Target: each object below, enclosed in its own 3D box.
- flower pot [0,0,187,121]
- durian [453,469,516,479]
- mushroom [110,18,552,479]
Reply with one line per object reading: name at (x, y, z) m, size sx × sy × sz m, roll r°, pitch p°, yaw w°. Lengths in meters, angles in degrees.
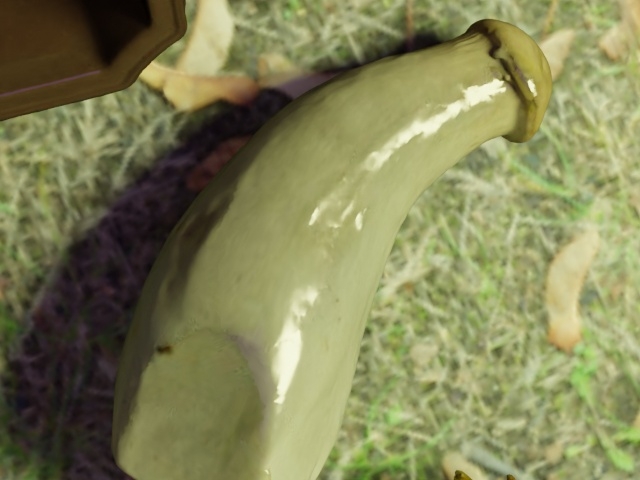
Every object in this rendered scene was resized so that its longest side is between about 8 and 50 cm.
flower pot at (-0.157, -0.149, 0.561) m, size 0.179 × 0.251 × 0.084 m, roll -15°, pitch 63°, yaw -6°
durian at (0.093, 0.182, 0.669) m, size 0.224 × 0.078 × 0.140 m, roll 1°, pitch 73°, yaw -24°
mushroom at (0.000, 0.000, 0.637) m, size 0.118 × 0.103 × 0.270 m, roll 33°, pitch 82°, yaw -6°
